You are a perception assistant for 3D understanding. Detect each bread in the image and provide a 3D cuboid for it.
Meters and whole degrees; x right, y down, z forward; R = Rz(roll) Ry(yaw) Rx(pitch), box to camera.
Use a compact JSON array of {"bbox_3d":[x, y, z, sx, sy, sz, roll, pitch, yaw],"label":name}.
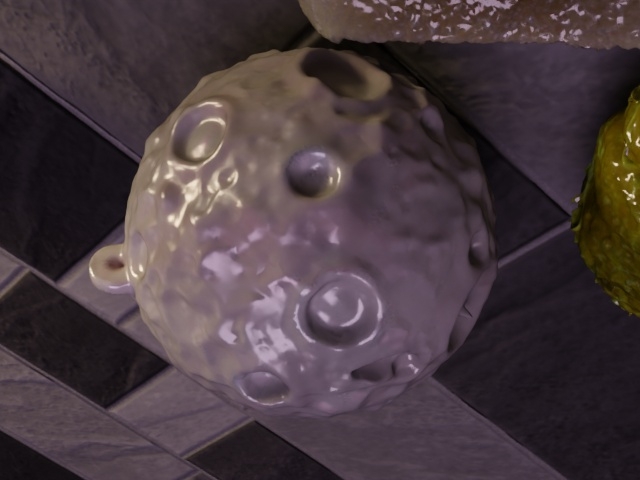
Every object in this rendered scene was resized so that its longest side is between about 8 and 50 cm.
[{"bbox_3d":[0.144,-0.245,0.736,0.337,0.102,0.183,4,134,9],"label":"bread"}]

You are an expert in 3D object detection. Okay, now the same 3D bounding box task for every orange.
[{"bbox_3d":[0.365,-0.024,0.803,0.300,0.223,0.301,33,136,-21],"label":"orange"}]

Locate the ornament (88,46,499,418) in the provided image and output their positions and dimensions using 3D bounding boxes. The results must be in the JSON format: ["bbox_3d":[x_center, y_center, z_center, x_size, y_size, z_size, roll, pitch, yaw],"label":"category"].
[{"bbox_3d":[0.000,0.000,0.832,0.337,0.337,0.337,7,134,7],"label":"ornament"}]
